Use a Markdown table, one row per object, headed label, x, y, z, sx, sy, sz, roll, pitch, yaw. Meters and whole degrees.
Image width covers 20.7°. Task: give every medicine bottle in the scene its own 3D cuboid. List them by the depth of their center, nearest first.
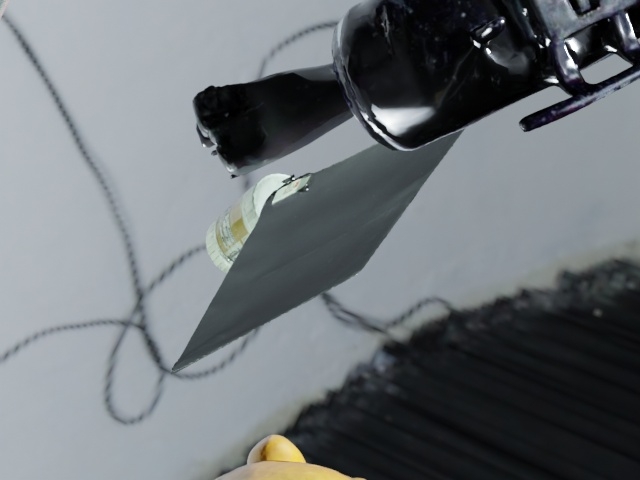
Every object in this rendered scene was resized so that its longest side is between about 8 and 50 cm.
| label | x | y | z | sx | sy | sz | roll | pitch | yaw |
| --- | --- | --- | --- | --- | --- | --- | --- | --- | --- |
| medicine bottle | -0.042 | -0.010 | 1.177 | 0.047 | 0.083 | 0.047 | 10 | 66 | -24 |

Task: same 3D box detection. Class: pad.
| label | x | y | z | sx | sy | sz | roll | pitch | yaw |
| --- | --- | --- | --- | --- | --- | --- | --- | --- | --- |
| pad | 0.000 | 0.000 | 0.762 | 0.116 | 0.004 | 0.193 | -27 | 165 | -26 |

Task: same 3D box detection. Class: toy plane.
| label | x | y | z | sx | sy | sz | roll | pitch | yaw |
| --- | --- | --- | --- | --- | --- | --- | --- | --- | --- |
| toy plane | 0.066 | -0.066 | 0.437 | 0.197 | 0.078 | 0.053 | -28 | 96 | -28 |

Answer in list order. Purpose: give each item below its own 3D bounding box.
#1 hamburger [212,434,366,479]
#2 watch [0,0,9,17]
| label | x | y | z | sx | sy | sz | roll | pitch | yaw |
| --- | --- | --- | --- | --- | --- | --- | --- | --- | --- |
| hamburger | -0.012 | 0.291 | 1.377 | 0.237 | 0.276 | 0.276 | -50 | 136 | -34 |
| watch | -0.298 | -0.224 | 1.125 | 0.162 | 0.241 | 0.253 | 7 | 143 | -32 |
